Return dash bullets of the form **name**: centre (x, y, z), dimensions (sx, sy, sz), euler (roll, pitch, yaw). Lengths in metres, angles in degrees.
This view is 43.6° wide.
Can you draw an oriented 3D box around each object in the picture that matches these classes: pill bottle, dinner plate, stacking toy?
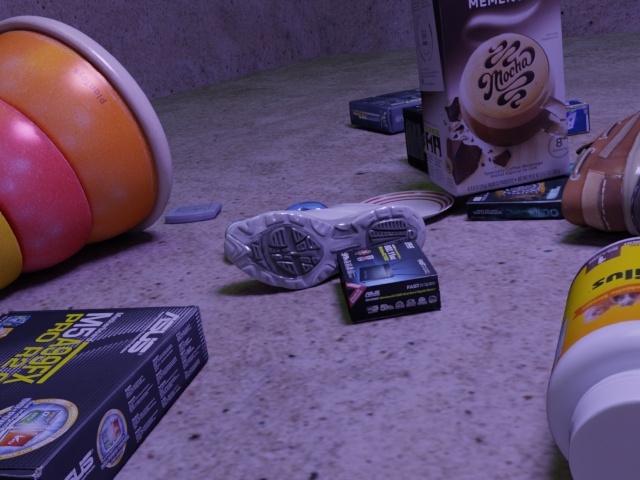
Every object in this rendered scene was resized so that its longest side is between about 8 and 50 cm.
- **pill bottle**: centre (0.210, 0.083, 0.512), dimensions (0.117, 0.117, 0.215), euler (-1, 19, 22)
- **dinner plate**: centre (0.116, -0.044, 1.113), dimensions (0.141, 0.017, 0.141), euler (-8, 19, 3)
- **stacking toy**: centre (-0.459, -0.045, 1.034), dimensions (0.350, 0.351, 0.480), euler (5, 37, 36)

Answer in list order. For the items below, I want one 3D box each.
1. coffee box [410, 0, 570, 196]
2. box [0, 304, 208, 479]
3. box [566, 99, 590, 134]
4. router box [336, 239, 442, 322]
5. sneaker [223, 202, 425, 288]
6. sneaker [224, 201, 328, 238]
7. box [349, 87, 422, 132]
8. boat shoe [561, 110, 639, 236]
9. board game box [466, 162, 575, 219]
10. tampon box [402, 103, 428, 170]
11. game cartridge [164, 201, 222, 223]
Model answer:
- **coffee box**: centre (0.226, -0.227, 1.077), dimensions (0.168, 0.297, 0.119), euler (-12, 18, -8)
- **box**: centre (-0.243, 0.135, 0.663), dimensions (0.216, 0.060, 0.270), euler (-4, 19, 17)
- **box**: centre (0.391, -0.211, 1.436), dimensions (0.168, 0.054, 0.059), euler (-10, 17, -3)
- **router box**: centre (0.069, 0.040, 0.842), dimensions (0.092, 0.038, 0.122), euler (-9, 18, -2)
- **sneaker**: centre (0.000, 0.000, 0.950), dimensions (0.232, 0.090, 0.115), euler (-3, 10, -11)
- **sneaker**: centre (-0.054, -0.009, 1.035), dimensions (0.144, 0.053, 0.059), euler (-17, 17, 2)
- **box**: centre (0.206, -0.294, 1.770), dimensions (0.232, 0.059, 0.183), euler (-16, 19, -23)
- **boat shoe**: centre (0.374, -0.098, 0.993), dimensions (0.119, 0.123, 0.324), euler (-2, 18, 30)
- **board game box**: centre (0.282, -0.069, 1.095), dimensions (0.126, 0.026, 0.186), euler (0, 20, 25)
- **tampon box**: centre (0.221, -0.173, 1.320), dimensions (0.120, 0.102, 0.161), euler (-12, 17, -12)
- **game cartridge**: centre (-0.201, -0.043, 1.268), dimensions (0.083, 0.017, 0.056), euler (-6, 14, 9)
